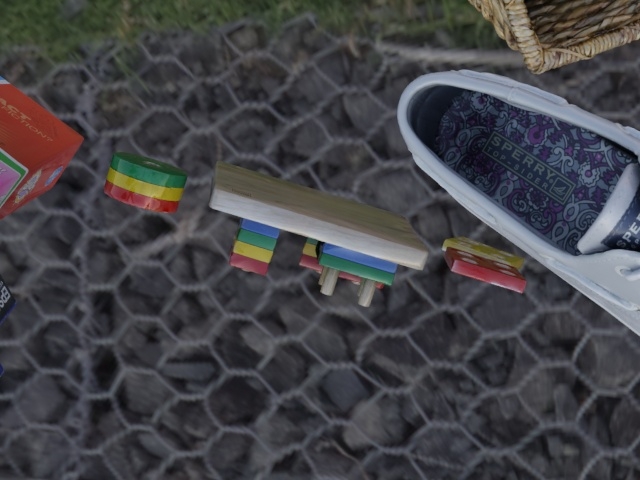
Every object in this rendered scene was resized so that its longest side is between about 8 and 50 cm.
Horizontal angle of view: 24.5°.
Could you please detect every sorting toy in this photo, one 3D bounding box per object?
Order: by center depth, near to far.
[{"bbox_3d":[0.000,0.000,0.928,0.275,0.132,0.046,16,99,-6],"label":"sorting toy"}]

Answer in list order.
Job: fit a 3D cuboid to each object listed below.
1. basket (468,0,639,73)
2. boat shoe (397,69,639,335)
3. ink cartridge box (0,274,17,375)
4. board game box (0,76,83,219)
[{"bbox_3d":[0.284,-0.344,1.477,0.299,0.213,0.223,-20,46,-14],"label":"basket"},{"bbox_3d":[0.103,-0.006,0.477,0.184,0.063,0.066,39,103,25],"label":"boat shoe"},{"bbox_3d":[-0.407,0.024,1.516,0.065,0.165,0.332,-20,109,15],"label":"ink cartridge box"},{"bbox_3d":[-0.354,-0.108,1.249,0.242,0.316,0.064,36,104,-3],"label":"board game box"}]
